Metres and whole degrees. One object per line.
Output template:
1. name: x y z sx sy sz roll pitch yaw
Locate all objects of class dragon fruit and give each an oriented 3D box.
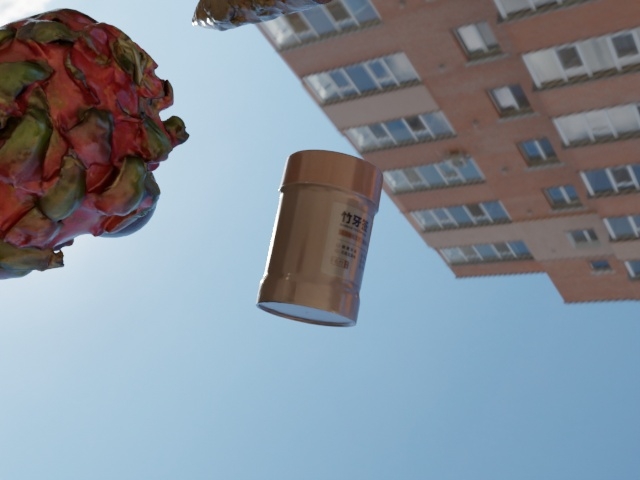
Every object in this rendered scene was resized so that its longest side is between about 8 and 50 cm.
1. dragon fruit: -0.287 -0.091 0.813 0.303 0.231 0.237 -36 -155 -8

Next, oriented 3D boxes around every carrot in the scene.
1. carrot: -0.086 -0.316 1.043 0.263 0.102 0.101 -5 -126 46

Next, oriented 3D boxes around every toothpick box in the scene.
1. toothpick box: 0.000 0.000 0.775 0.098 0.098 0.148 0 -108 37

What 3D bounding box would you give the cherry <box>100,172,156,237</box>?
1. cherry: -0.323 -0.077 1.195 0.176 0.176 0.140 13 -122 42
